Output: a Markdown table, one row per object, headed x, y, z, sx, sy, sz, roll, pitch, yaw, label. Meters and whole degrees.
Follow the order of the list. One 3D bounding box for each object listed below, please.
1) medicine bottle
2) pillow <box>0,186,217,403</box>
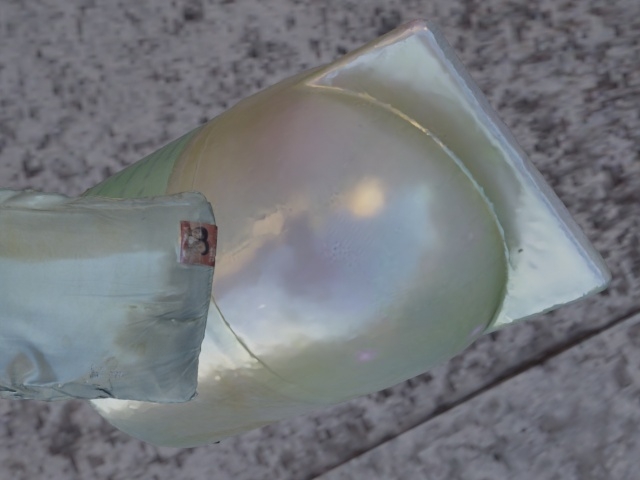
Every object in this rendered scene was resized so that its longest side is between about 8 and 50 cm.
| x | y | z | sx | sy | sz | roll | pitch | yaw | label |
| --- | --- | --- | --- | --- | --- | --- | --- | --- | --- |
| 0.000 | 0.000 | 1.246 | 0.406 | 0.235 | 0.236 | -24 | 86 | 45 | medicine bottle |
| -0.173 | 0.029 | 0.993 | 0.051 | 0.229 | 0.128 | 173 | 99 | -70 | pillow |
